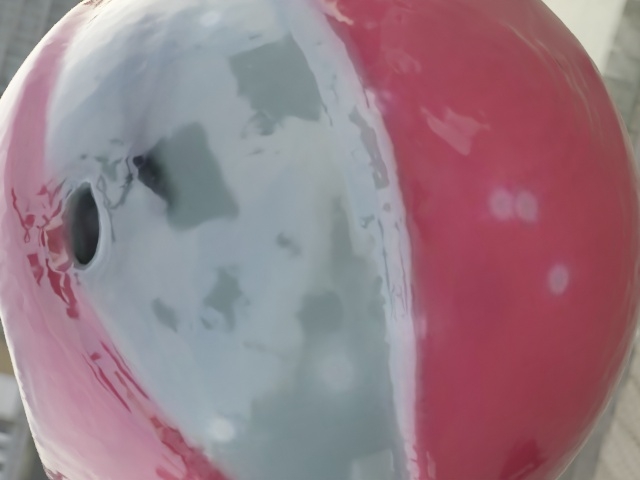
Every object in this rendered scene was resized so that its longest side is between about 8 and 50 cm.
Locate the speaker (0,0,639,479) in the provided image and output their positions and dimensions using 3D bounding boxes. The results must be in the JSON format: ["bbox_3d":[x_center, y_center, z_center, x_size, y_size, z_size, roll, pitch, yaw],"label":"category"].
[{"bbox_3d":[0.000,0.000,0.732,0.294,0.294,0.294,-166,90,-80],"label":"speaker"}]
